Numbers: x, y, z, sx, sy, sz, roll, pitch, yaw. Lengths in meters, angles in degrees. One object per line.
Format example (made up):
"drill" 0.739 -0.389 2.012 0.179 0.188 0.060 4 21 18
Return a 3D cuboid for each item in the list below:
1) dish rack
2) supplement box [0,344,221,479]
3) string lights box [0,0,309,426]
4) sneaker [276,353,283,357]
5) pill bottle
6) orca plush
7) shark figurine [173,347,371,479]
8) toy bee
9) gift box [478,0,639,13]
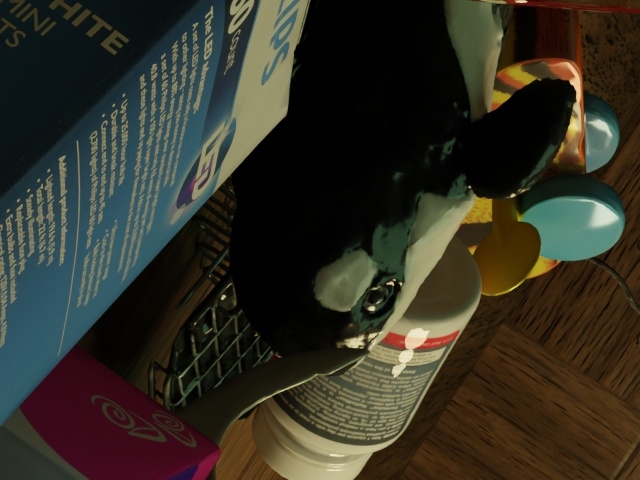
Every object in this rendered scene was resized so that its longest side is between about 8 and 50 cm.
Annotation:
"dish rack" -0.003 -0.032 0.894 0.271 0.074 0.208 -51 167 -16
"supplement box" -0.147 0.136 0.641 0.220 0.114 0.111 -59 168 11
"string lights box" -0.101 -0.008 0.500 0.259 0.077 0.133 -50 168 -31
"sneaker" 0.000 0.000 1.081 0.065 0.061 0.158 7 120 -48
"pill bottle" 0.021 0.072 1.202 0.108 0.108 0.180 -43 164 -49
"orca plush" 0.025 -0.093 0.712 0.287 0.151 0.102 -58 147 7
"shark figurine" -0.080 0.127 0.789 0.116 0.166 0.278 -34 148 -45
"toy bee" 0.123 -0.022 1.249 0.195 0.162 0.298 -74 150 -58
"gift box" 0.113 -0.178 0.429 0.255 0.258 0.276 -2 98 -73
